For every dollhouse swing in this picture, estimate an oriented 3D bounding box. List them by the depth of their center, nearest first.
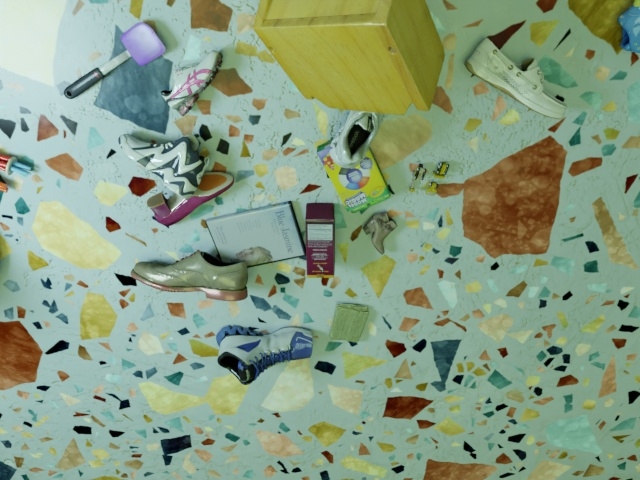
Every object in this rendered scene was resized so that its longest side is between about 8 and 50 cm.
[{"bbox_3d":[0.094,-0.486,1.044,0.315,0.347,0.305,44,70,-47],"label":"dollhouse swing"}]

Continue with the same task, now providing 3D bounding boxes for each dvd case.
[{"bbox_3d":[-0.182,-0.007,1.460,0.253,0.022,0.180,-12,120,7],"label":"dvd case"}]

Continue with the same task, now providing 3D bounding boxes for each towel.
[{"bbox_3d":[0.090,0.263,1.617,0.110,0.027,0.148,9,119,-6],"label":"towel"}]

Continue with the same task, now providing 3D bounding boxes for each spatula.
[{"bbox_3d":[-0.505,-0.418,1.212,0.297,0.030,0.084,-26,116,15],"label":"spatula"}]

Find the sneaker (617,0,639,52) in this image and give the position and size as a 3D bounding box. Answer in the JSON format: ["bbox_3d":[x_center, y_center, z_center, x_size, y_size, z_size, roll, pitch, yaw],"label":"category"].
[{"bbox_3d":[0.773,-0.465,1.162,0.240,0.091,0.126,38,132,-20],"label":"sneaker"}]

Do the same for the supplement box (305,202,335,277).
[{"bbox_3d":[0.000,0.000,1.416,0.081,0.104,0.188,0,120,1],"label":"supplement box"}]

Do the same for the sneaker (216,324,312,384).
[{"bbox_3d":[-0.183,0.371,1.592,0.316,0.182,0.127,2,122,-1],"label":"sneaker"}]

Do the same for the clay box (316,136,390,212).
[{"bbox_3d":[0.094,-0.173,1.342,0.128,0.053,0.222,-23,117,13],"label":"clay box"}]

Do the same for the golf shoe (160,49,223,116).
[{"bbox_3d":[-0.308,-0.387,1.208,0.086,0.067,0.186,39,114,-19],"label":"golf shoe"}]

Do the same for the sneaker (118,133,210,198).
[{"bbox_3d":[-0.386,-0.232,1.295,0.235,0.094,0.153,38,89,8],"label":"sneaker"}]

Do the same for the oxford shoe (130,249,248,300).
[{"bbox_3d":[-0.375,0.083,1.472,0.348,0.123,0.130,8,101,2],"label":"oxford shoe"}]

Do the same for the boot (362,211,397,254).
[{"bbox_3d":[0.180,-0.023,1.439,0.087,0.042,0.118,-32,116,15],"label":"boot"}]

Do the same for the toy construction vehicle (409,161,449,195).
[{"bbox_3d":[0.288,-0.171,1.359,0.086,0.035,0.098,3,124,-15],"label":"toy construction vehicle"}]

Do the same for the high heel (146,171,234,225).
[{"bbox_3d":[-0.340,-0.108,1.386,0.244,0.082,0.117,-24,151,-2],"label":"high heel"}]

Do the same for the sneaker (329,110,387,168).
[{"bbox_3d":[0.114,-0.308,1.194,0.110,0.118,0.292,20,96,-5],"label":"sneaker"}]

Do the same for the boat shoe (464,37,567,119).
[{"bbox_3d":[0.480,-0.381,1.192,0.277,0.098,0.096,25,118,-13],"label":"boat shoe"}]

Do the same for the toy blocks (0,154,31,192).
[{"bbox_3d":[-0.853,-0.177,1.343,0.148,0.054,0.123,20,118,-12],"label":"toy blocks"}]
